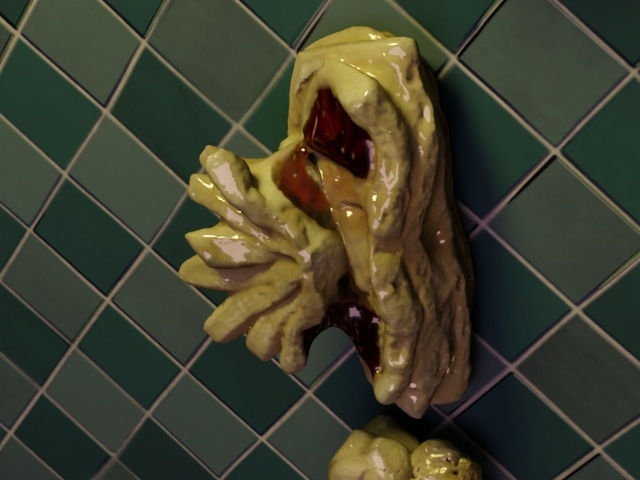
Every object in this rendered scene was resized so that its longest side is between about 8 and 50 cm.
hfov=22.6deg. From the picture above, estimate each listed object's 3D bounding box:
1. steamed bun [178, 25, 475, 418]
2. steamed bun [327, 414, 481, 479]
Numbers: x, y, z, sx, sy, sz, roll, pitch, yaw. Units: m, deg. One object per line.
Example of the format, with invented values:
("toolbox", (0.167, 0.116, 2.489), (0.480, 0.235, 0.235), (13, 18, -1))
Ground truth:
("steamed bun", (0.000, 0.000, 1.549), (0.247, 0.189, 0.428), (19, 133, 33))
("steamed bun", (0.098, 0.265, 1.740), (0.177, 0.106, 0.192), (8, 136, 27))
